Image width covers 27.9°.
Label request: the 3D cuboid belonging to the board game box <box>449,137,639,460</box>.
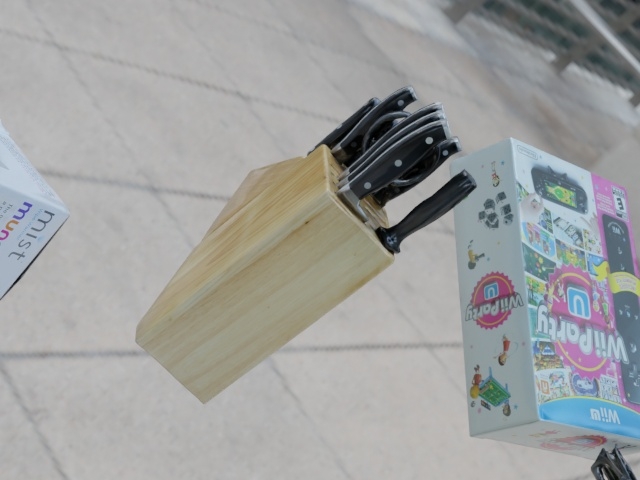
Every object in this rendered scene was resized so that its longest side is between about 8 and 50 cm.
[{"bbox_3d":[0.250,0.069,1.378,0.224,0.098,0.303,17,62,-41],"label":"board game box"}]

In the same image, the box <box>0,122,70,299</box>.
[{"bbox_3d":[-0.365,-0.086,1.020,0.262,0.126,0.231,44,7,27],"label":"box"}]

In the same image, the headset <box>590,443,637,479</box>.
[{"bbox_3d":[0.466,0.185,1.250,0.185,0.394,0.243,52,-17,28],"label":"headset"}]

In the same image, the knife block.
[{"bbox_3d":[0.000,0.000,1.055,0.088,0.242,0.275,46,62,-21],"label":"knife block"}]
